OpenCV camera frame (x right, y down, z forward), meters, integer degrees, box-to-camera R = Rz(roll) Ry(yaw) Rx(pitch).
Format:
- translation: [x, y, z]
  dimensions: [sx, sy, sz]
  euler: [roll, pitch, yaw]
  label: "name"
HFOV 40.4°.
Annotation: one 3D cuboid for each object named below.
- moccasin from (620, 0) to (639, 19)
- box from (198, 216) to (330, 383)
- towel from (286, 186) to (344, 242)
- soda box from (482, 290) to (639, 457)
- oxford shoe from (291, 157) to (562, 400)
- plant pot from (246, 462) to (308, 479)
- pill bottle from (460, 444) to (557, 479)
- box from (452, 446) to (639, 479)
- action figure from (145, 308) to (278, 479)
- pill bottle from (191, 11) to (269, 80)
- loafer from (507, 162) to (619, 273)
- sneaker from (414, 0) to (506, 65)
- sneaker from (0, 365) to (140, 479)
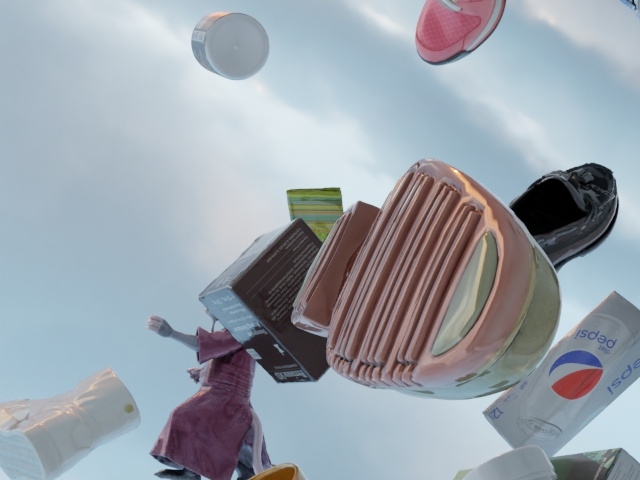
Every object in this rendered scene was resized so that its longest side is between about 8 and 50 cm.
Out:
- translation: [0.539, -0.390, 1.316]
  dimensions: [0.138, 0.116, 0.342]
  euler: [19, -154, -2]
  label: "moccasin"
- translation: [-0.052, 0.100, 1.390]
  dimensions: [0.203, 0.168, 0.167]
  euler: [49, -115, -9]
  label: "box"
- translation: [0.000, 0.000, 1.618]
  dimensions: [0.102, 0.237, 0.021]
  euler: [2, -140, 11]
  label: "towel"
- translation: [0.395, 0.218, 1.348]
  dimensions: [0.098, 0.286, 0.091]
  euler: [47, -179, -43]
  label: "soda box"
- translation: [0.085, 0.041, 0.583]
  dimensions: [0.147, 0.140, 0.397]
  euler: [28, 178, -8]
  label: "oxford shoe"
- translation: [-0.058, 0.402, 1.028]
  dimensions: [0.188, 0.205, 0.205]
  euler: [55, -143, -3]
  label: "plant pot"
- translation: [0.189, 0.268, 0.717]
  dimensions: [0.108, 0.108, 0.180]
  euler: [0, -128, -34]
  label: "pill bottle"
- translation: [0.310, 0.346, 1.002]
  dimensions: [0.232, 0.322, 0.058]
  euler: [43, -120, -5]
  label: "box"
- translation: [-0.170, 0.263, 1.584]
  dimensions: [0.276, 0.369, 0.248]
  euler: [10, 168, 21]
  label: "action figure"
- translation: [-0.192, -0.401, 1.780]
  dimensions: [0.131, 0.130, 0.246]
  euler: [14, -170, -19]
  label: "pill bottle"
- translation: [0.291, -0.031, 1.077]
  dimensions: [0.109, 0.095, 0.303]
  euler: [26, -135, 32]
  label: "loafer"
- translation: [0.205, -0.387, 1.177]
  dimensions: [0.136, 0.313, 0.116]
  euler: [5, -145, -49]
  label: "sneaker"
- translation: [-0.343, 0.242, 1.164]
  dimensions: [0.169, 0.293, 0.108]
  euler: [-27, -78, -35]
  label: "sneaker"
